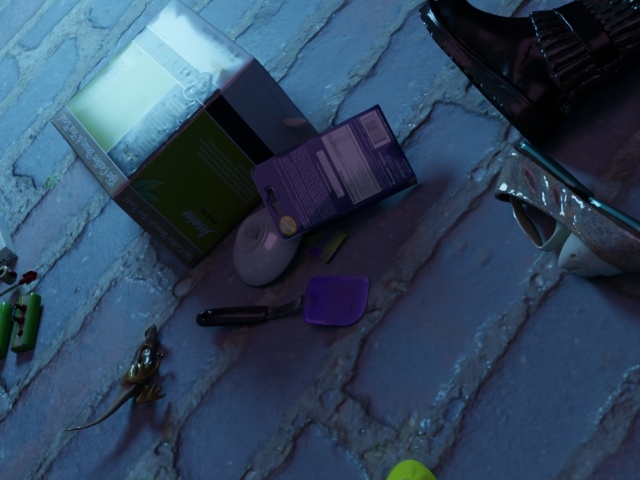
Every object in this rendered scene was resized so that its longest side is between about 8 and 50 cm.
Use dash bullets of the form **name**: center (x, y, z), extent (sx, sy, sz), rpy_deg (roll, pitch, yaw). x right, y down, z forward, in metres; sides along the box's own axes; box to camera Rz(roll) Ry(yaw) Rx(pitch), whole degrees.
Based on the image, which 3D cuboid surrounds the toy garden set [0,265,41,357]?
- **toy garden set**: center (-0.632, 0.130, 1.886), extent (0.244, 0.049, 0.204), rpy_deg (-17, 53, 22)

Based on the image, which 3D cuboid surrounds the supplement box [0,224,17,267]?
- **supplement box**: center (-0.647, 0.015, 2.012), extent (0.062, 0.036, 0.098), rpy_deg (-40, 43, 2)

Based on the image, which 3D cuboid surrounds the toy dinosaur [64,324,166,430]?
- **toy dinosaur**: center (-0.297, 0.231, 1.586), extent (0.112, 0.064, 0.212), rpy_deg (-9, 41, 53)

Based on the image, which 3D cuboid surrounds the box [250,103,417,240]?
- **box**: center (0.018, -0.099, 1.550), extent (0.225, 0.036, 0.136), rpy_deg (-26, 74, 1)

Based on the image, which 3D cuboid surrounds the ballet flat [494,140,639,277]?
- **ballet flat**: center (0.331, -0.017, 1.298), extent (0.106, 0.107, 0.316), rpy_deg (-58, 36, 13)

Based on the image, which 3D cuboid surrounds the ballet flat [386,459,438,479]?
- **ballet flat**: center (0.114, 0.345, 1.174), extent (0.077, 0.077, 0.231), rpy_deg (-28, 45, 16)

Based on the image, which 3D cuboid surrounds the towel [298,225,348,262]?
- **towel**: center (0.000, 0.000, 1.573), extent (0.083, 0.009, 0.060), rpy_deg (24, 73, 44)

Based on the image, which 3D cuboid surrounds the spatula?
- **spatula**: center (-0.066, 0.104, 1.525), extent (0.296, 0.030, 0.084), rpy_deg (-11, 54, 29)

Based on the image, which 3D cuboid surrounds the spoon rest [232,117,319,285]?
- **spoon rest**: center (-0.060, -0.055, 1.622), extent (0.137, 0.084, 0.277), rpy_deg (10, 77, 49)

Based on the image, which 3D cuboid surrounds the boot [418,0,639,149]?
- **boot**: center (0.327, -0.316, 1.488), extent (0.260, 0.131, 0.348), rpy_deg (-43, 54, 10)

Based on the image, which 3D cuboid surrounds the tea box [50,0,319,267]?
- **tea box**: center (-0.240, -0.192, 1.744), extent (0.323, 0.220, 0.329), rpy_deg (-44, 43, -2)
